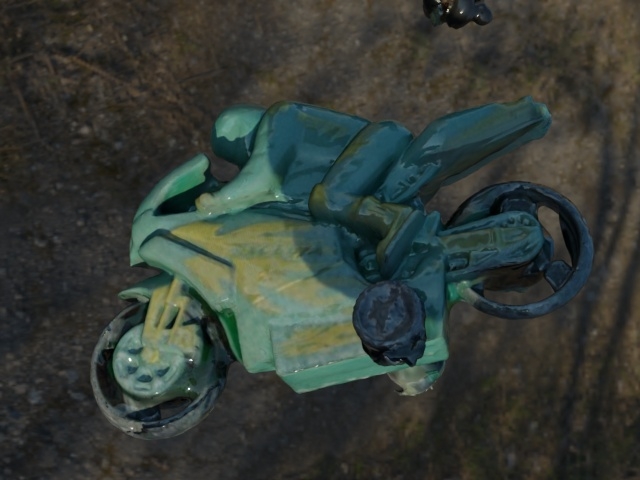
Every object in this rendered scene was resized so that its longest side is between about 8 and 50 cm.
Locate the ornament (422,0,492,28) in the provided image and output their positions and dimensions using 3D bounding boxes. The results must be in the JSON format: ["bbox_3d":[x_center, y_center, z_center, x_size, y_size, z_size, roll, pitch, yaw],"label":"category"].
[{"bbox_3d":[0.065,-0.202,0.624,0.081,0.088,0.203,24,35,-20],"label":"ornament"}]

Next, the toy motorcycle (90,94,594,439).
[{"bbox_3d":[0.002,-0.001,0.582,0.109,0.296,0.198,61,18,-66],"label":"toy motorcycle"}]
